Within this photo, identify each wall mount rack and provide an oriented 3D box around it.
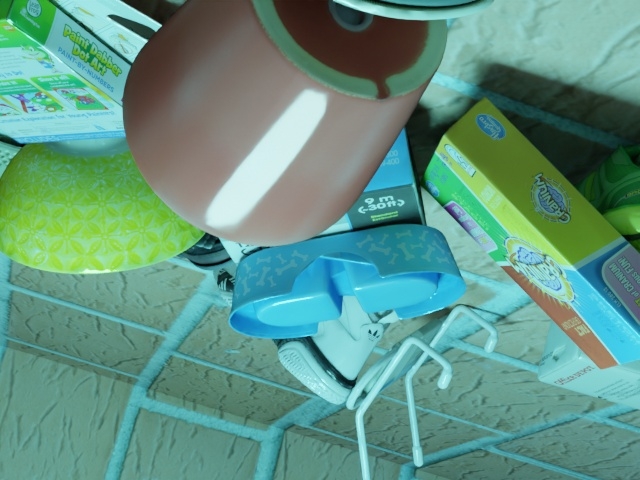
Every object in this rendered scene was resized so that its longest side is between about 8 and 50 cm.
[{"bbox_3d":[0.150,0.264,2.056,0.130,0.304,0.350,38,-153,16],"label":"wall mount rack"}]

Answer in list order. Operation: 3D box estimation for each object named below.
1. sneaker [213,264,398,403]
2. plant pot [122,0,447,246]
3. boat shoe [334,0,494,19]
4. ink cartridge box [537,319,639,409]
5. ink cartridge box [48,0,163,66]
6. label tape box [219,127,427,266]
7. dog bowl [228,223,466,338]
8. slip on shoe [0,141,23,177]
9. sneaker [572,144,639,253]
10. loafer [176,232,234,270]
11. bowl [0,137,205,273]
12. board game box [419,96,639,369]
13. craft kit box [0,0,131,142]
[{"bbox_3d":[-0.015,0.084,2.023,0.366,0.210,0.137,44,-176,42],"label":"sneaker"},{"bbox_3d":[-0.023,-0.160,1.176,0.275,0.275,0.243,21,150,-17],"label":"plant pot"},{"bbox_3d":[0.006,-0.275,1.023,0.319,0.116,0.099,19,137,-4],"label":"boat shoe"},{"bbox_3d":[0.500,0.185,1.941,0.273,0.114,0.197,15,162,-5],"label":"ink cartridge box"},{"bbox_3d":[-0.232,-0.233,1.398,0.275,0.060,0.239,27,156,-31],"label":"ink cartridge box"},{"bbox_3d":[-0.009,-0.066,1.511,0.249,0.115,0.348,-10,159,7],"label":"label tape box"},{"bbox_3d":[0.029,0.050,1.561,0.297,0.074,0.166,-10,157,8],"label":"dog bowl"},{"bbox_3d":[-0.431,-0.079,1.913,0.331,0.123,0.101,20,178,-8],"label":"slip on shoe"},{"bbox_3d":[0.345,-0.042,1.430,0.109,0.123,0.295,35,175,-14],"label":"sneaker"},{"bbox_3d":[-0.186,-0.025,1.850,0.095,0.109,0.302,41,163,-26],"label":"loafer"},{"bbox_3d":[-0.293,-0.090,1.649,0.289,0.289,0.156,9,117,17],"label":"bowl"},{"bbox_3d":[0.253,0.002,1.401,0.316,0.064,0.242,46,172,7],"label":"board game box"},{"bbox_3d":[-0.341,-0.193,1.425,0.250,0.061,0.246,0,158,36],"label":"craft kit box"}]
